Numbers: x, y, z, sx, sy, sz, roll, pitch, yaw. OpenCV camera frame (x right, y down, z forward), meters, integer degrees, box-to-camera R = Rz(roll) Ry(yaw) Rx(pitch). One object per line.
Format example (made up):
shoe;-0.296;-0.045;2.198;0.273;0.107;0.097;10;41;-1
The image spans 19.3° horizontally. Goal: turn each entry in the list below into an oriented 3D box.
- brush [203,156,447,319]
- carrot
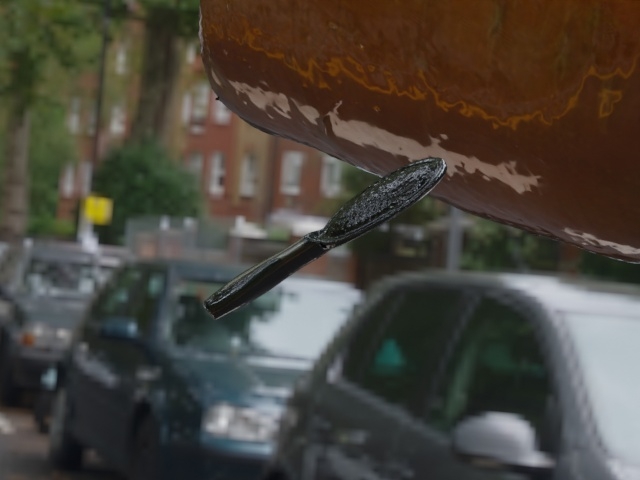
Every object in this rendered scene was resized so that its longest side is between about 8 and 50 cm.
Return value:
brush;0.000;0.000;0.502;0.083;0.008;0.024;-32;22;26
carrot;0.126;-0.096;0.782;0.331;0.214;0.193;25;-15;43
